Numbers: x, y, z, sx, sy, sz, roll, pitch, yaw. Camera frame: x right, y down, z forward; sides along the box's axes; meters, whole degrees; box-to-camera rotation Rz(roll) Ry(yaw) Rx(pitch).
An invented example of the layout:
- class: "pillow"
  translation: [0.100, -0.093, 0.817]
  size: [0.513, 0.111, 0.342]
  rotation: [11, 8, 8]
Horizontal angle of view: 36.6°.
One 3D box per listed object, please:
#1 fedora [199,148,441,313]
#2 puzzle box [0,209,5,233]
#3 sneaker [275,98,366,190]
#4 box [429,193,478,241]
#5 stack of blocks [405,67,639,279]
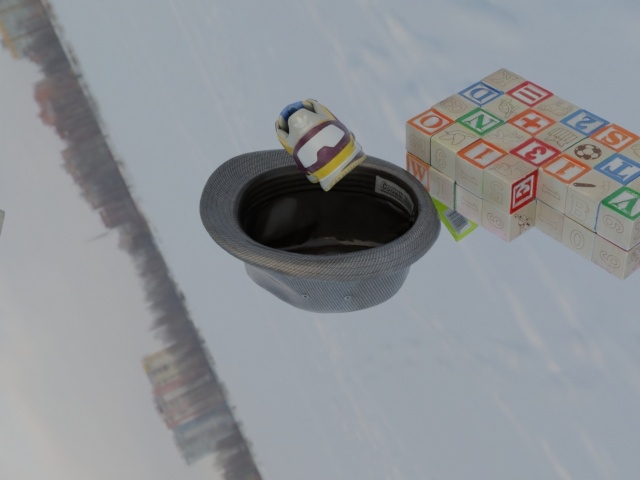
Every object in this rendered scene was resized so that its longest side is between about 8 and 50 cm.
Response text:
- class: "fedora"
  translation: [0.000, 0.000, 1.141]
  size: [0.243, 0.276, 0.124]
  rotation: [-90, 1, -51]
- class: "puzzle box"
  translation: [-0.333, 0.191, 0.660]
  size: [0.052, 0.409, 0.272]
  rotation: [23, -147, -25]
- class: "sneaker"
  translation: [-0.005, -0.105, 0.963]
  size: [0.084, 0.069, 0.185]
  rotation: [51, 178, -11]
- class: "box"
  translation: [0.196, -0.069, 1.351]
  size: [0.109, 0.042, 0.178]
  rotation: [55, -154, 2]
- class: "stack of blocks"
  translation: [0.260, -0.077, 1.118]
  size: [0.297, 0.171, 0.087]
  rotation: [37, 146, 37]
